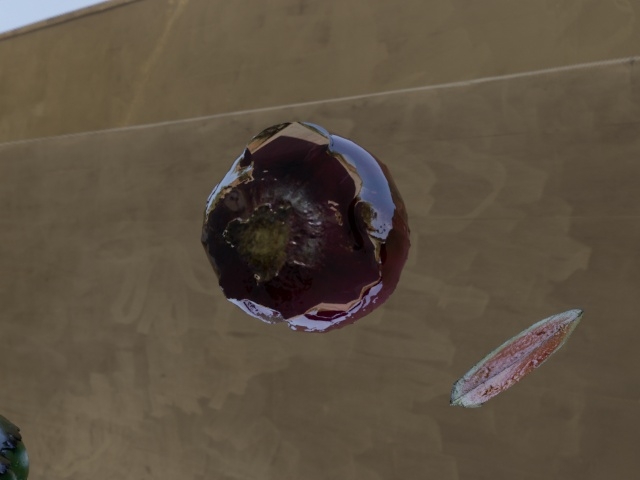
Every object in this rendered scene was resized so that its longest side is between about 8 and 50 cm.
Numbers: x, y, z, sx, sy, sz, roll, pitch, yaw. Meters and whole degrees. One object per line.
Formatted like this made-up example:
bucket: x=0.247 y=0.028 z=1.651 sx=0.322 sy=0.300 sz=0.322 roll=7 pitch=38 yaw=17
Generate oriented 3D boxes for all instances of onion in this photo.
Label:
onion: x=0.000 y=0.000 z=1.170 sx=0.398 sy=0.420 sz=0.399 roll=-8 pitch=-111 yaw=20

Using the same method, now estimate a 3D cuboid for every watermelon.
watermelon: x=0.307 y=0.190 z=0.931 sx=0.245 sy=0.119 sz=0.063 roll=-34 pitch=-105 yaw=5

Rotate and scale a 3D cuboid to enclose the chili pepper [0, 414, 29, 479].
chili pepper: x=-0.403 y=0.248 z=0.502 sx=0.233 sy=0.256 sz=0.249 roll=140 pitch=-35 yaw=-61
